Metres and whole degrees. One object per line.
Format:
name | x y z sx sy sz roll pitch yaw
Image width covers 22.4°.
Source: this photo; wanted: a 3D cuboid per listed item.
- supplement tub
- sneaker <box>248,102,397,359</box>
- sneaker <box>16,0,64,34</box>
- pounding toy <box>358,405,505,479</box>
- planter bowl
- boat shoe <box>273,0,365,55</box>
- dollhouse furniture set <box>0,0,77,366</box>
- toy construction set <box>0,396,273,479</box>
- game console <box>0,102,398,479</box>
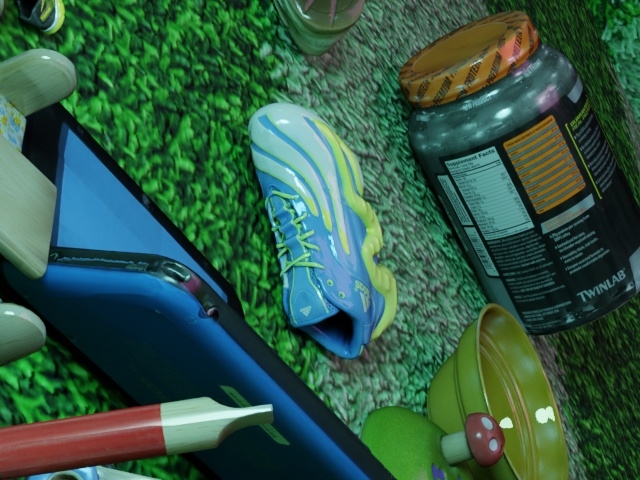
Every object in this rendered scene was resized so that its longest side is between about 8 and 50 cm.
supplement tub | 0.234 -0.078 1.857 0.338 0.207 0.207 62 24 -19
sneaker | 0.000 0.000 1.413 0.240 0.091 0.126 61 25 -23
sneaker | -0.209 -0.193 1.178 0.035 0.031 0.083 4 68 -65
pounding toy | 0.114 0.234 1.447 0.183 0.110 0.237 66 22 -8
planter bowl | 0.168 0.179 1.640 0.217 0.090 0.217 48 31 -42
boat shoe | -0.033 -0.334 1.631 0.098 0.109 0.302 130 -54 -70
dollhouse furniture set | -0.211 -0.080 0.908 0.242 0.161 0.212 48 30 -41
toy construction set | -0.030 0.189 0.811 0.309 0.237 0.257 84 -5 -46
game console | -0.077 0.038 1.118 0.293 0.250 0.173 49 57 -40
